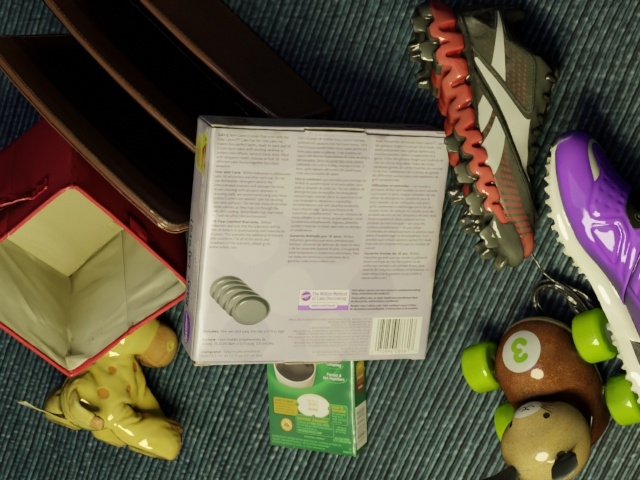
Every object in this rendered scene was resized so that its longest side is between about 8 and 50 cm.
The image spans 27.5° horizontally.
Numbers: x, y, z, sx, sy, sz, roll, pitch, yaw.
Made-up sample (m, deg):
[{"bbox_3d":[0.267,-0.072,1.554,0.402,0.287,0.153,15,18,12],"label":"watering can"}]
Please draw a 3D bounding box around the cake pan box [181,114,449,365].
[{"bbox_3d":[0.000,0.000,1.326,0.267,0.070,0.246,-1,107,-17],"label":"cake pan box"}]

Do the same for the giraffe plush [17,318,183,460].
[{"bbox_3d":[-0.238,0.145,1.537,0.181,0.210,0.170,8,72,38],"label":"giraffe plush"}]

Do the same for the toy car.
[{"bbox_3d":[0.211,0.175,1.262,0.155,0.188,0.149,-20,109,32],"label":"toy car"}]

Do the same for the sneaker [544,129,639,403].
[{"bbox_3d":[0.325,0.015,1.231,0.146,0.102,0.293,-23,97,33],"label":"sneaker"}]

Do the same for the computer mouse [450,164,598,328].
[{"bbox_3d":[0.213,0.002,1.329,0.071,0.041,0.242,-32,90,17],"label":"computer mouse"}]

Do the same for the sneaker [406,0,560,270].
[{"bbox_3d":[0.176,-0.111,1.257,0.135,0.097,0.276,-12,75,-4],"label":"sneaker"}]

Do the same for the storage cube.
[{"bbox_3d":[-0.272,-0.009,1.426,0.183,0.193,0.215,-35,124,15],"label":"storage cube"}]

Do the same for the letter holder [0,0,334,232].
[{"bbox_3d":[-0.176,-0.172,1.390,0.302,0.214,0.152,45,117,13],"label":"letter holder"}]

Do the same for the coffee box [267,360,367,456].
[{"bbox_3d":[-0.004,0.145,1.466,0.113,0.040,0.184,3,102,27],"label":"coffee box"}]
